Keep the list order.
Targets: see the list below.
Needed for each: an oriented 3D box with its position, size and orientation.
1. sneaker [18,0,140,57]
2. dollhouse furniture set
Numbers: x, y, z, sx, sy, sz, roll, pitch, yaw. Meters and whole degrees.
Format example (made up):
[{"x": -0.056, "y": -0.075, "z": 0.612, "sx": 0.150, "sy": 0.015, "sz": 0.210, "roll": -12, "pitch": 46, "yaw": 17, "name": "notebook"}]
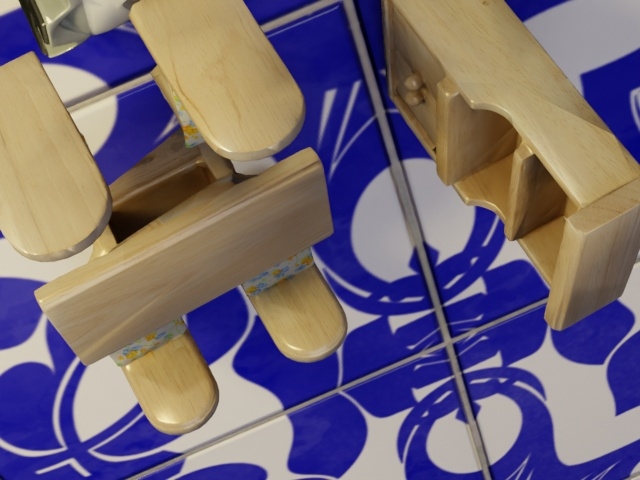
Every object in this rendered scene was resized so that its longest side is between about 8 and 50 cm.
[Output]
[{"x": -0.121, "y": -0.224, "z": 0.659, "sx": 0.146, "sy": 0.122, "sz": 0.330, "roll": -21, "pitch": 173, "yaw": -13, "name": "sneaker"}, {"x": 0.000, "y": 0.000, "z": 0.833, "sx": 0.394, "sy": 0.256, "sz": 0.362, "roll": -28, "pitch": 154, "yaw": -9, "name": "dollhouse furniture set"}]
